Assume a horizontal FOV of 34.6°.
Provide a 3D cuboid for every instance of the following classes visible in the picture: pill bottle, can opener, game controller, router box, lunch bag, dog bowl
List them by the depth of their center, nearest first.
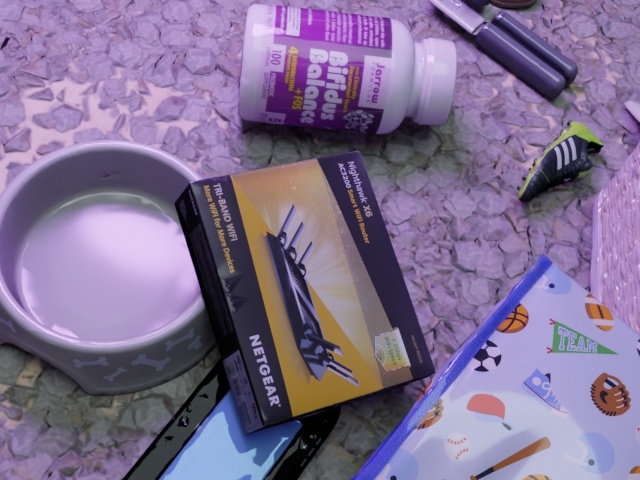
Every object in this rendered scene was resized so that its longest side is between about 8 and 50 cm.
[{"bbox_3d":[0.246,0.274,1.202,0.327,0.239,0.385,38,56,10],"label":"lunch bag"},{"bbox_3d":[-0.113,0.265,1.249,0.166,0.067,0.319,34,63,10],"label":"game controller"},{"bbox_3d":[-0.020,0.059,1.284,0.242,0.081,0.309,-13,78,-27],"label":"router box"},{"bbox_3d":[-0.273,0.021,1.337,0.348,0.102,0.349,3,62,-6],"label":"dog bowl"},{"bbox_3d":[0.036,-0.242,1.482,0.301,0.169,0.169,5,62,-5],"label":"pill bottle"},{"bbox_3d":[0.284,-0.336,1.618,0.280,0.093,0.074,43,64,9],"label":"can opener"}]

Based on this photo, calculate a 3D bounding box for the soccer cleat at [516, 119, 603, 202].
[{"bbox_3d":[0.357,-0.110,1.521,0.072,0.060,0.179,39,61,11],"label":"soccer cleat"}]

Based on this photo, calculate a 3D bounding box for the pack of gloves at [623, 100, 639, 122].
[{"bbox_3d":[0.587,-0.166,1.526,0.195,0.046,0.232,4,30,-8],"label":"pack of gloves"}]

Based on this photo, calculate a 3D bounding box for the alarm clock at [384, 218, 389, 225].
[{"bbox_3d":[0.000,0.000,1.412,0.192,0.064,0.129,-10,64,-10],"label":"alarm clock"}]

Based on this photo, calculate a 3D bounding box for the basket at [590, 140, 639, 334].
[{"bbox_3d":[0.554,0.038,1.354,0.328,0.266,0.331,9,60,-2],"label":"basket"}]

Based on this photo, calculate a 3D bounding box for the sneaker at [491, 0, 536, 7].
[{"bbox_3d":[0.272,-0.439,1.676,0.188,0.071,0.066,19,61,3],"label":"sneaker"}]
